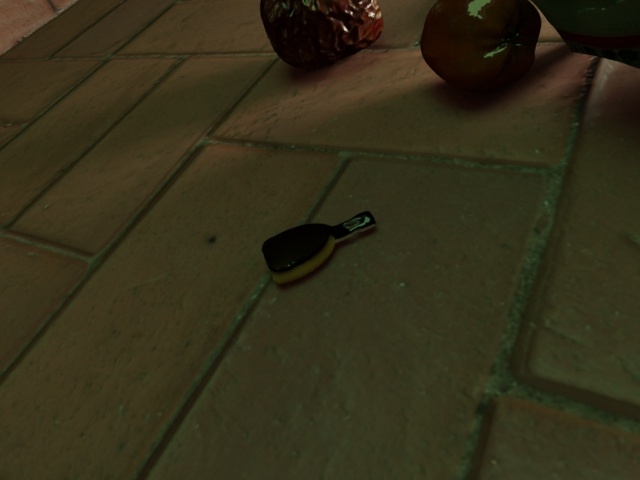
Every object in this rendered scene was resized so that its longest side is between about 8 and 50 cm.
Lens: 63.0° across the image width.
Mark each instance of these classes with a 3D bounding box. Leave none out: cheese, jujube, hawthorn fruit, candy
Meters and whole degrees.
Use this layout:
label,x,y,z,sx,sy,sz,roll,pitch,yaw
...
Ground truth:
label,x,y,z,sx,sy,sz,roll,pitch,yaw
cheese,0.000,-0.001,0.726,0.163,0.036,0.086,-25,40,-2
jujube,0.000,-0.457,1.050,0.232,0.213,0.212,-15,44,16
hawthorn fruit,0.251,-0.325,0.842,0.189,0.189,0.189,-12,45,12
candy,0.429,-0.312,0.698,0.172,0.263,0.397,-49,34,26
